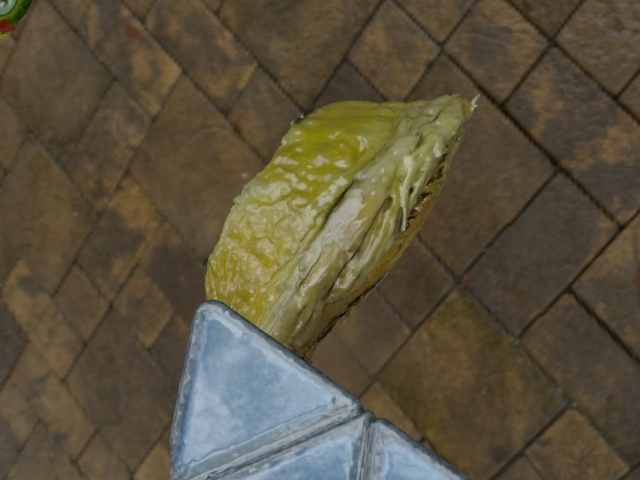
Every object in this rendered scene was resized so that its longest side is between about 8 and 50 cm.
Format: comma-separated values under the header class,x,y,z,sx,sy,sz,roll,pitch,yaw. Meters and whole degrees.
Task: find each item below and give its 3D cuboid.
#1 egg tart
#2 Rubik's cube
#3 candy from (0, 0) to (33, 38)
class,x,y,z,sx,sy,sz,roll,pitch,yaw
egg tart,0.000,0.000,0.712,0.098,0.232,0.252,34,90,10
Rubik's cube,0.019,0.199,0.547,0.228,0.229,0.233,-65,21,19
candy,-0.201,-0.125,0.446,0.201,0.060,0.060,21,114,12
